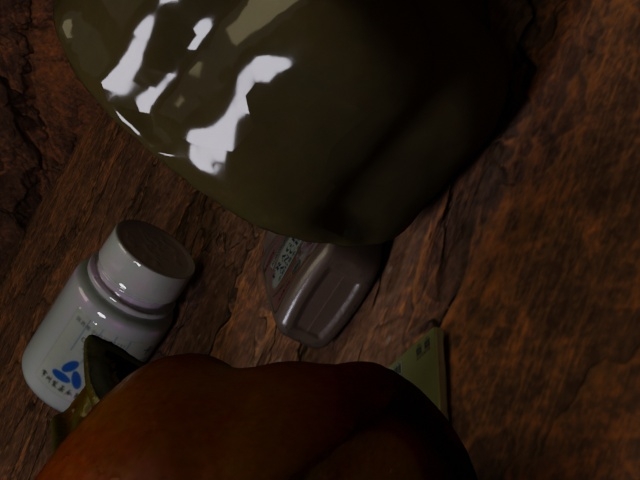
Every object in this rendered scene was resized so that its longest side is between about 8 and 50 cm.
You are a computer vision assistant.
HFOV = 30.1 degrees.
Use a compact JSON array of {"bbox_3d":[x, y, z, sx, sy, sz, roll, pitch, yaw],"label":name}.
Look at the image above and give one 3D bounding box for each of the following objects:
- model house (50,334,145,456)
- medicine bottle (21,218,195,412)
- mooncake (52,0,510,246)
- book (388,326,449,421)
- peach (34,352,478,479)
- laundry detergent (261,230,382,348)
[{"bbox_3d":[-0.261,0.288,1.474,0.239,0.173,0.268,-58,20,11],"label":"model house"},{"bbox_3d":[-0.320,0.117,1.805,0.293,0.170,0.170,-55,23,24],"label":"medicine bottle"},{"bbox_3d":[-0.027,-0.228,1.176,0.262,0.467,0.467,-47,27,25],"label":"mooncake"},{"bbox_3d":[0.087,0.140,1.062,0.077,0.014,0.111,-47,28,38],"label":"book"},{"bbox_3d":[-0.071,0.262,0.834,0.310,0.335,0.406,14,80,53],"label":"peach"},{"bbox_3d":[0.000,0.000,1.341,0.171,0.076,0.237,-56,21,17],"label":"laundry detergent"}]
